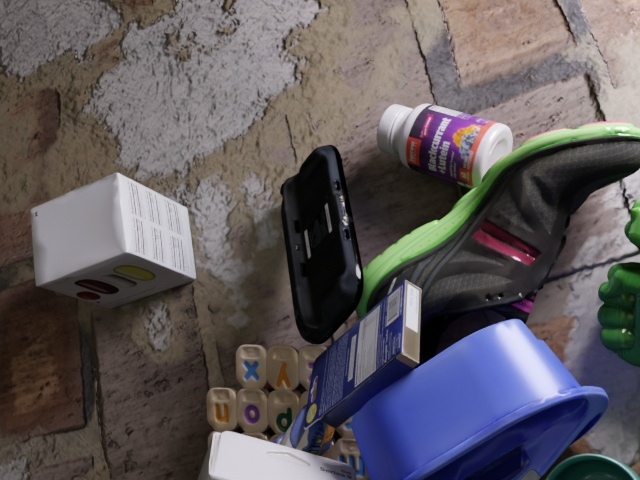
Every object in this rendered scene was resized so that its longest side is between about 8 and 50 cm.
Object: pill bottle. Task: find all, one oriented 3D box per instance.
[{"bbox_3d":[0.189,-0.151,1.387,0.194,0.108,0.108,21,85,30],"label":"pill bottle"}]

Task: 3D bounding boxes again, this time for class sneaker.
[{"bbox_3d":[-0.089,0.353,1.335,0.131,0.112,0.296,34,103,23],"label":"sneaker"},{"bbox_3d":[0.272,0.013,1.275,0.483,0.185,0.202,-41,68,21],"label":"sneaker"}]

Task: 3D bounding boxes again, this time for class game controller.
[{"bbox_3d":[0.000,0.000,1.400,0.166,0.067,0.319,-42,43,37],"label":"game controller"}]

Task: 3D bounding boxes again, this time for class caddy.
[{"bbox_3d":[0.211,0.262,1.180,0.341,0.241,0.179,-35,56,14],"label":"caddy"}]

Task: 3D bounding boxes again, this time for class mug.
[{"bbox_3d":[0.351,0.340,1.166,0.158,0.097,0.129,25,87,31],"label":"mug"}]

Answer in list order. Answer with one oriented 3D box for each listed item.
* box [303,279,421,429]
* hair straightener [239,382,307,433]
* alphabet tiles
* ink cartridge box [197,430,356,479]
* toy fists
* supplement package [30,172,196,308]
[{"bbox_3d":[0.058,0.168,1.242,0.225,0.037,0.136,-44,24,36],"label":"box"},{"bbox_3d":[-0.063,0.263,1.422,0.231,0.047,0.089,-20,67,19],"label":"hair straightener"},{"bbox_3d":[-0.053,0.301,1.391,0.284,0.021,0.277,-3,88,25],"label":"alphabet tiles"},{"bbox_3d":[-0.089,0.432,1.212,0.211,0.121,0.289,16,104,-7],"label":"ink cartridge box"},{"bbox_3d":[0.452,0.037,1.170,0.142,0.096,0.279,35,117,44],"label":"toy fists"},{"bbox_3d":[-0.360,0.008,1.556,0.194,0.203,0.149,-20,67,21],"label":"supplement package"}]
